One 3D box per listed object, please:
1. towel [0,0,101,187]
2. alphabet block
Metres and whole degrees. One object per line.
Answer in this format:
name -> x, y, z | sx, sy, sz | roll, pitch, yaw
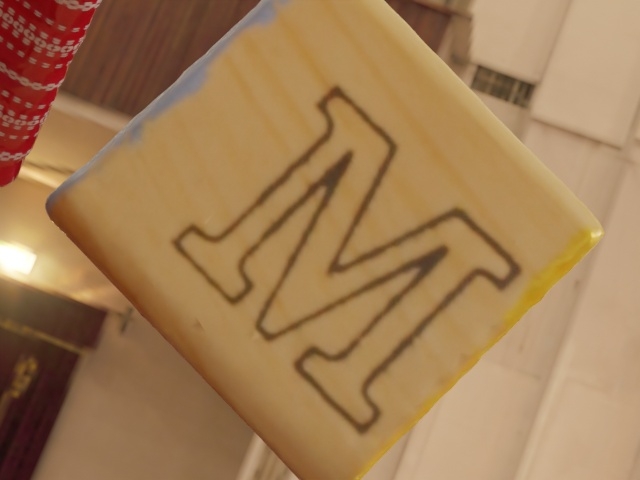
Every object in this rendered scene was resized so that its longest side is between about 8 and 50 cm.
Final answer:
towel -> -0.180, -0.120, 0.543 | 0.199, 0.031, 0.275 | 25, -32, -12
alphabet block -> 0.000, 0.000, 0.761 | 0.197, 0.193, 0.192 | 46, -5, 4
